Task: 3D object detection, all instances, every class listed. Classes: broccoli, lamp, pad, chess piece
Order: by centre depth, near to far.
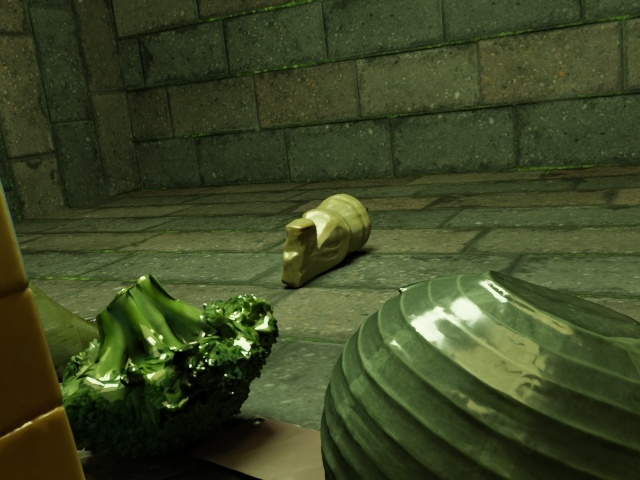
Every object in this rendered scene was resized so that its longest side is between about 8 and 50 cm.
[{"bbox_3d":[0.112,0.138,0.408,0.265,0.233,0.233,28,30,31],"label":"lamp"},{"bbox_3d":[-0.026,0.209,0.637,0.187,0.006,0.113,3,8,34],"label":"pad"},{"bbox_3d":[-0.161,0.131,0.682,0.176,0.226,0.198,35,0,-13],"label":"broccoli"},{"bbox_3d":[0.000,0.000,1.352,0.137,0.137,0.301,-1,16,24],"label":"chess piece"}]

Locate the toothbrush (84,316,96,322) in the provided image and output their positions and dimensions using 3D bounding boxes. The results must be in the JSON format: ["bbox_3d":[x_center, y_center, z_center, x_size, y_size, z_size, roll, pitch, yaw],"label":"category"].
[{"bbox_3d":[-0.380,0.136,1.191,0.097,0.008,0.006,-11,27,-26],"label":"toothbrush"}]

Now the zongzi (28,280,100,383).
[{"bbox_3d":[-0.396,0.064,0.824,0.160,0.323,0.360,-7,5,38],"label":"zongzi"}]

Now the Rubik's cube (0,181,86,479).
[{"bbox_3d":[-0.392,0.129,0.459,0.290,0.292,0.291,-8,8,32],"label":"Rubik's cube"}]

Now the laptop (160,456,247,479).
[{"bbox_3d":[-0.142,0.242,0.544,0.197,0.016,0.135,-13,15,-28],"label":"laptop"}]
